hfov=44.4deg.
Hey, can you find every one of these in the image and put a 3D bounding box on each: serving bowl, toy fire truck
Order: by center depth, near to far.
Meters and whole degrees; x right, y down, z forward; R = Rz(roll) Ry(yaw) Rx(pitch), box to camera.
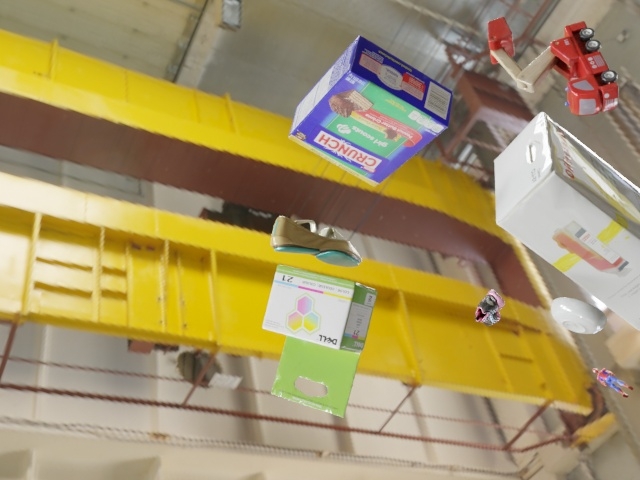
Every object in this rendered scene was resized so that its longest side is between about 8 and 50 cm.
[{"bbox_3d":[0.314,-0.241,1.076,0.135,0.047,0.192,-15,-126,8],"label":"toy fire truck"},{"bbox_3d":[0.384,0.118,1.176,0.083,0.083,0.027,29,-110,-4],"label":"serving bowl"}]

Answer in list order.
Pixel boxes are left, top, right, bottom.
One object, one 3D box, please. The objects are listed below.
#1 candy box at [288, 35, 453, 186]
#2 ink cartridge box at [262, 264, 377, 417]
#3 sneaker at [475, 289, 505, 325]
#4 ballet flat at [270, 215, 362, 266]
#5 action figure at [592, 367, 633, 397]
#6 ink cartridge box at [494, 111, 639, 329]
[{"bbox_3d":[0.112,-0.294,1.859,0.268,0.317,0.122,27,-121,-17],"label":"candy box"},{"bbox_3d":[-0.017,0.194,1.525,0.188,0.255,0.097,10,173,33],"label":"ink cartridge box"},{"bbox_3d":[0.317,0.139,1.511,0.057,0.119,0.047,-39,-116,-15],"label":"sneaker"},{"bbox_3d":[0.000,0.000,1.543,0.232,0.080,0.073,15,-110,-45],"label":"ballet flat"},{"bbox_3d":[0.708,0.341,1.913,0.030,0.038,0.115,25,-174,-28],"label":"action figure"},{"bbox_3d":[0.542,-0.045,1.583,0.384,0.160,0.279,35,-148,-12],"label":"ink cartridge box"}]
